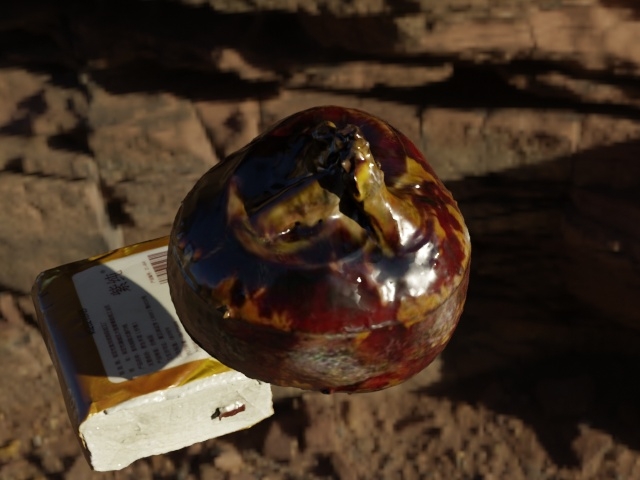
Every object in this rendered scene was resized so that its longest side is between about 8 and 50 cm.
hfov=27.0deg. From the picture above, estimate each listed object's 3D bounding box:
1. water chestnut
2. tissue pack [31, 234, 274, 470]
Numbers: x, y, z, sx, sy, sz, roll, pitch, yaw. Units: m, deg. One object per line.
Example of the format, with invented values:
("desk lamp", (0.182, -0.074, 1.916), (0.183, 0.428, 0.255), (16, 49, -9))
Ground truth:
("water chestnut", (0.000, 0.000, 0.983), (0.223, 0.238, 0.224), (-1, 53, 2))
("tissue pack", (-0.162, 0.098, 1.258), (0.183, 0.092, 0.226), (-17, 42, -13))
